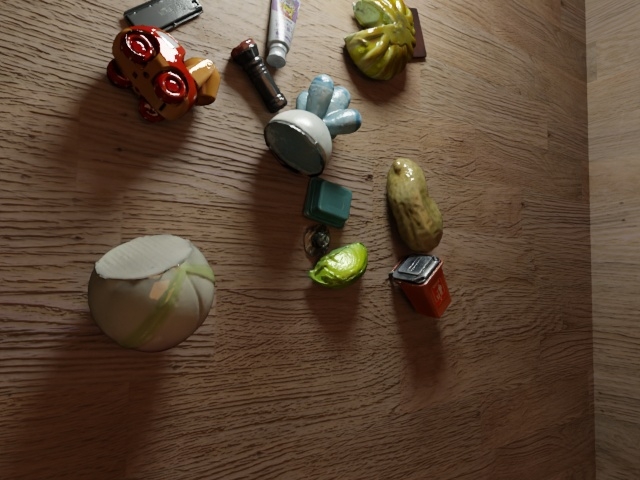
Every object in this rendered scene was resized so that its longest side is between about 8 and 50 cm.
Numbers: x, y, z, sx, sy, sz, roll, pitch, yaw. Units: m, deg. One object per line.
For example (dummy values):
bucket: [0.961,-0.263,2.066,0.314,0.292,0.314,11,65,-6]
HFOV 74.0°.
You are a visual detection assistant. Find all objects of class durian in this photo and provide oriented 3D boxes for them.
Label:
durian: [0.077,0.098,1.499,0.250,0.101,0.139,-36,71,-29]

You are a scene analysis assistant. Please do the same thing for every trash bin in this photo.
trash bin: [0.399,0.178,1.671,0.161,0.184,0.239,-45,122,-27]

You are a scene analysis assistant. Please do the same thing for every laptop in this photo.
laptop: [0.373,-0.871,1.786,0.153,0.026,0.207,-19,98,-34]

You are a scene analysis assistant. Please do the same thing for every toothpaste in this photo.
toothpaste: [-0.129,-0.725,1.429,0.113,0.073,0.300,17,71,-32]

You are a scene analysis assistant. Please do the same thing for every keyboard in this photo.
keyboard: [-0.450,-0.660,1.235,0.230,0.025,0.094,-44,108,-27]

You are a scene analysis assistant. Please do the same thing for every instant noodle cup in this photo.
instant noodle cup: [0.037,-0.136,1.501,0.179,0.070,0.157,17,77,-30]

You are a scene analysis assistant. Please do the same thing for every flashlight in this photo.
flashlight: [-0.192,-0.524,1.367,0.093,0.092,0.232,-46,116,-26]

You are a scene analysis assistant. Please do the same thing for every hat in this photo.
hat: [0.000,0.000,1.478,0.121,0.050,0.121,0,91,-32]

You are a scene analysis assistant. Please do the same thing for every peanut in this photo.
peanut: [0.368,-0.137,1.656,0.192,0.169,0.388,-29,102,-44]

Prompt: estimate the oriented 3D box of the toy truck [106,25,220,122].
toy truck: [-0.414,-0.465,1.162,0.265,0.189,0.239,51,53,-20]

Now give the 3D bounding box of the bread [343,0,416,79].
bread: [0.247,-0.779,1.617,0.332,0.160,0.334,1,88,-34]

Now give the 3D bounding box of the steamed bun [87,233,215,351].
steamed bun: [-0.412,0.157,1.074,0.309,0.309,0.310,2,86,-33]

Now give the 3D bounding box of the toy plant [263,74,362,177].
toy plant: [-0.004,-0.397,1.400,0.247,0.247,0.332,46,63,-23]
